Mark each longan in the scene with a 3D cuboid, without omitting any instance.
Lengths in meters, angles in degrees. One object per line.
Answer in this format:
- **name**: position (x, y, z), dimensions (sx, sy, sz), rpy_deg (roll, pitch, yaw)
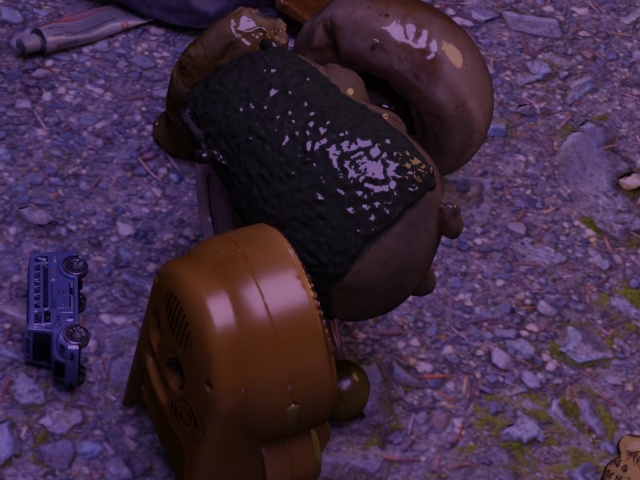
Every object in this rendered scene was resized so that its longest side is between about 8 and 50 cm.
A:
- **longan**: position (0.028, 0.179, 1.954), dimensions (0.083, 0.075, 0.075), rpy_deg (49, 37, -28)

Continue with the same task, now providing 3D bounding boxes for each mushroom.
- **mushroom**: position (0.066, -0.172, 2.174), dimensions (0.292, 0.292, 0.290), rpy_deg (31, 64, 14)

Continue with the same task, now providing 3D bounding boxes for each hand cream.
- **hand cream**: position (-0.335, -0.299, 2.329), dimensions (0.216, 0.038, 0.052), rpy_deg (-24, 81, -40)

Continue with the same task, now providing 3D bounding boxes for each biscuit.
- **biscuit**: position (-0.009, -0.366, 2.454), dimensions (0.162, 0.035, 0.250), rpy_deg (13, 53, -40)

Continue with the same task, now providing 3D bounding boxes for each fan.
- **fan**: position (0.430, 0.323, 1.967), dimensions (0.226, 0.008, 0.152), rpy_deg (30, 46, 15)

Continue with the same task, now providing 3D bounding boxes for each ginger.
- **ginger**: position (-0.136, -0.203, 2.141), dimensions (0.109, 0.263, 0.116), rpy_deg (43, 48, 2)

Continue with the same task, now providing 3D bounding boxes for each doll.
- **doll**: position (0.001, -0.079, 1.890), dimensions (0.349, 0.247, 0.247), rpy_deg (43, 50, 20)

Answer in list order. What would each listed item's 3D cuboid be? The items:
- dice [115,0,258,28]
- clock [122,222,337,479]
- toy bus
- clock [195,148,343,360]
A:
- **dice**: position (-0.180, -0.487, 2.378), dimensions (0.270, 0.271, 0.270), rpy_deg (18, 43, -3)
- **clock**: position (-0.090, 0.135, 1.784), dimensions (0.200, 0.317, 0.244), rpy_deg (-17, 54, -21)
- **toy bus**: position (-0.307, 0.091, 1.931), dimensions (0.076, 0.073, 0.167), rpy_deg (2, 43, -11)
- **clock**: position (0.000, 0.000, 2.015), dimensions (0.275, 0.080, 0.290), rpy_deg (-11, 77, -1)
